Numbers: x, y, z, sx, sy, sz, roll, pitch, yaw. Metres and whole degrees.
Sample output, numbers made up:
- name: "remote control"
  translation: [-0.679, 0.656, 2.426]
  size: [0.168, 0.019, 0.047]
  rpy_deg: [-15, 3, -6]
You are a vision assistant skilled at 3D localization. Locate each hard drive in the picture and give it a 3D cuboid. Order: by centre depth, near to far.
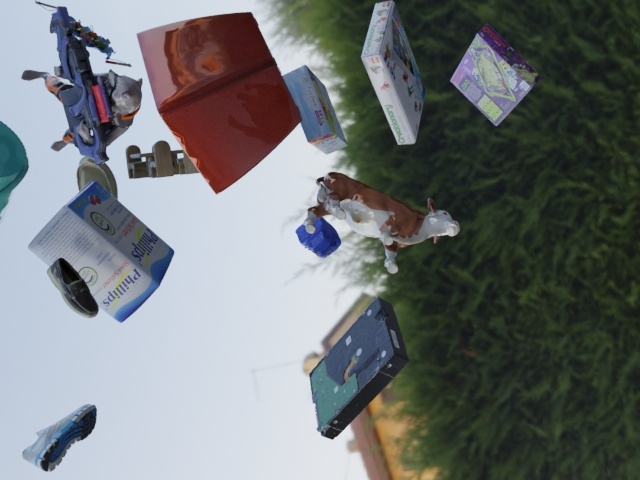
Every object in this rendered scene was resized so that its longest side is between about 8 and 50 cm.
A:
- name: "hard drive"
  translation: [0.097, 0.348, 1.906]
  size: [0.064, 0.339, 0.237]
  rpy_deg: [29, -155, -24]

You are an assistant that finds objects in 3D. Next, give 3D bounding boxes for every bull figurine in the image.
- name: "bull figurine"
  translation: [0.119, -0.041, 1.408]
  size: [0.188, 0.310, 0.101]
  rpy_deg: [-54, -17, -55]

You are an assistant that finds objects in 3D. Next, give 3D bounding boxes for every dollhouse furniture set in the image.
- name: "dollhouse furniture set"
  translation: [-0.374, -0.255, 1.844]
  size: [0.212, 0.242, 0.161]
  rpy_deg: [6, 105, 56]

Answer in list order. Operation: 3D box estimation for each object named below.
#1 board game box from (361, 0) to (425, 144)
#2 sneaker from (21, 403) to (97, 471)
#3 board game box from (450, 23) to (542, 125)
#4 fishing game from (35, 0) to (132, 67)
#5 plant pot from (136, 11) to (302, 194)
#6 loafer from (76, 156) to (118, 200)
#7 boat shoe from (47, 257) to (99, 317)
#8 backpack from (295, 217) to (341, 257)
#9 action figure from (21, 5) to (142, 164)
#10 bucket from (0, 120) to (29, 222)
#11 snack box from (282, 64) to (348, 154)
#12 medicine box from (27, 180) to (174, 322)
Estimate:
- name: "board game box"
  translation: [0.190, -0.414, 1.758]
  size: [0.305, 0.053, 0.193]
  rpy_deg: [57, -141, -47]
- name: "sneaker"
  translation: [-0.554, 0.405, 1.488]
  size: [0.190, 0.082, 0.072]
  rpy_deg: [-44, -43, -58]
- name: "board game box"
  translation: [0.492, -0.463, 2.008]
  size: [0.208, 0.056, 0.347]
  rpy_deg: [42, 173, 4]
- name: "fishing game"
  translation: [-0.636, -0.568, 1.918]
  size: [0.264, 0.041, 0.189]
  rpy_deg: [41, -166, 5]
- name: "plant pot"
  translation: [-0.191, -0.306, 1.438]
  size: [0.267, 0.235, 0.267]
  rpy_deg: [60, -174, -53]
- name: "loafer"
  translation: [-0.625, -0.106, 1.987]
  size: [0.092, 0.101, 0.269]
  rpy_deg: [-98, -4, -74]
- name: "boat shoe"
  translation: [-0.536, 0.103, 1.526]
  size: [0.152, 0.049, 0.056]
  rpy_deg: [46, -146, 6]
- name: "backpack"
  translation: [0.000, 0.000, 2.012]
  size: [0.120, 0.098, 0.101]
  rpy_deg: [38, -157, -47]
- name: "action figure"
  translation: [-0.533, -0.352, 1.603]
  size: [0.178, 0.330, 0.342]
  rpy_deg: [-26, -65, -52]
- name: "bucket"
  translation: [-0.813, -0.162, 1.581]
  size: [0.281, 0.183, 0.281]
  rpy_deg: [30, -150, -20]
- name: "snack box"
  translation: [-0.009, -0.311, 1.697]
  size: [0.207, 0.070, 0.175]
  rpy_deg: [4, -116, -79]
- name: "medicine box"
  translation: [-0.535, 0.022, 1.760]
  size: [0.289, 0.149, 0.263]
  rpy_deg: [43, -169, -15]
